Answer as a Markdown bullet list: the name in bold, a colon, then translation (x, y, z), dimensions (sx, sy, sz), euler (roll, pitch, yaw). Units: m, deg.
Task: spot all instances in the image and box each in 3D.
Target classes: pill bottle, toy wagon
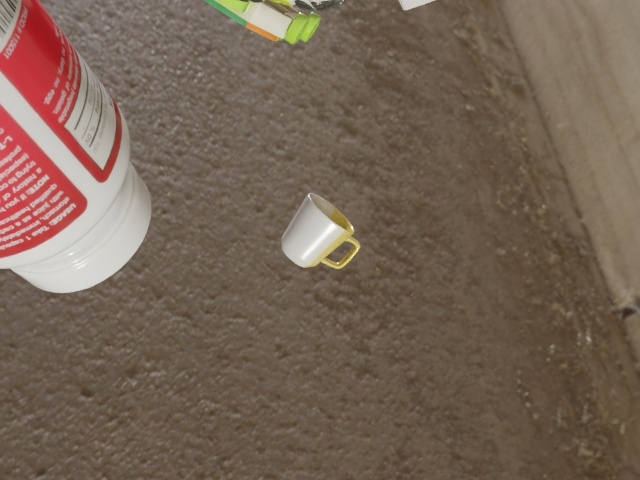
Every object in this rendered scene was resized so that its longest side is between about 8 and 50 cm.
- **pill bottle**: translation (-0.325, -0.117, 0.754), dimensions (0.408, 0.229, 0.229), euler (62, 13, -55)
- **toy wagon**: translation (-0.143, -0.436, 1.421), dimensions (0.267, 0.068, 0.344), euler (33, 19, -1)

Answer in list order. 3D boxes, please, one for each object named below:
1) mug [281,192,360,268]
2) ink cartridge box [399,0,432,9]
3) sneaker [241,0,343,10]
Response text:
- **mug**: translation (-0.002, -0.001, 0.842), dimensions (0.078, 0.064, 0.062), euler (42, 13, 4)
- **ink cartridge box**: translation (0.211, -0.423, 1.157), dimensions (0.203, 0.148, 0.086), euler (-39, 111, -29)
- **sneaker**: translation (-0.068, -0.369, 1.011), dimensions (0.279, 0.118, 0.107), euler (20, -7, 24)
